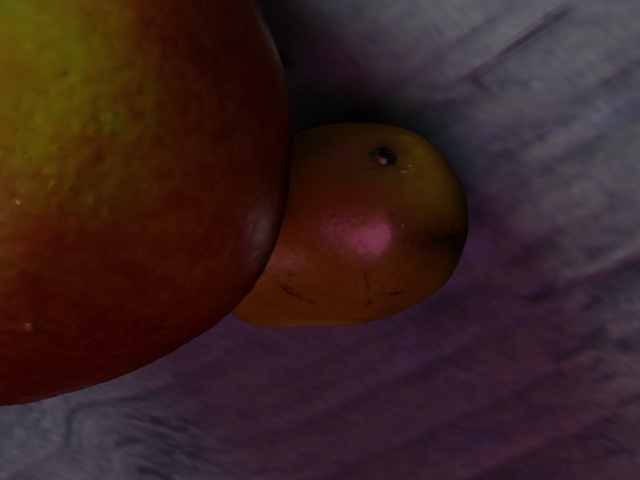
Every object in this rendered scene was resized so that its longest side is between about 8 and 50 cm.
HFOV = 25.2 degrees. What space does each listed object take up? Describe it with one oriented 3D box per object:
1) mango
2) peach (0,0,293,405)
[{"bbox_3d":[0.000,0.000,0.950,0.145,0.112,0.219,40,136,-23],"label":"mango"},{"bbox_3d":[-0.188,-0.080,0.792,0.370,0.370,0.370,9,135,9],"label":"peach"}]
